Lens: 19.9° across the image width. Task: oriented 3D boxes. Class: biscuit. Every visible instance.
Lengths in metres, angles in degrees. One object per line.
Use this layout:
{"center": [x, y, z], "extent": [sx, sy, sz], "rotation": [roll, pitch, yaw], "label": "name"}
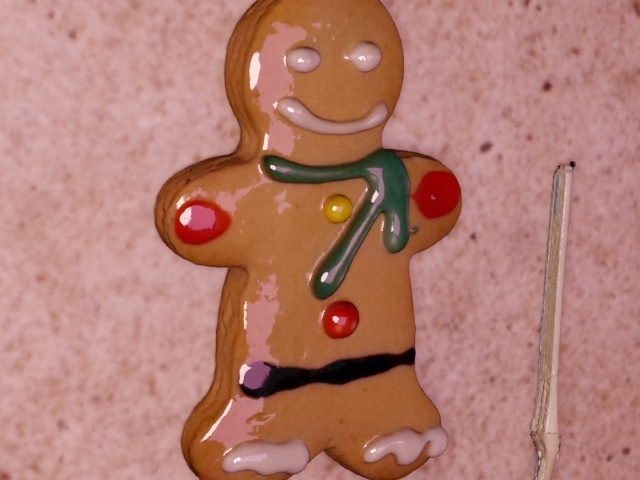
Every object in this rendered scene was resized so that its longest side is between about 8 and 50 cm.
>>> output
{"center": [0.000, 0.000, 1.038], "extent": [0.197, 0.049, 0.301], "rotation": [-5, 101, -35], "label": "biscuit"}

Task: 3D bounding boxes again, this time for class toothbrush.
{"center": [0.143, 0.095, 1.163], "extent": [0.028, 0.026, 0.294], "rotation": [5, 97, -19], "label": "toothbrush"}
